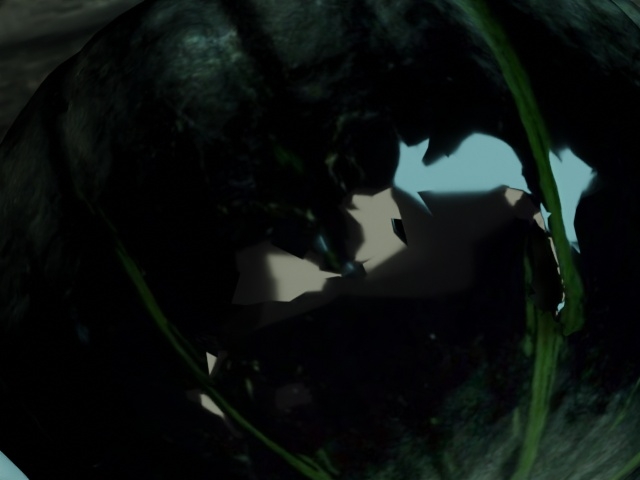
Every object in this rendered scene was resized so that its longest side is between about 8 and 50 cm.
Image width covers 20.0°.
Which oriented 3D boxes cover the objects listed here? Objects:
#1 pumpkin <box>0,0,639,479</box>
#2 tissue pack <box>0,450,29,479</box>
[{"bbox_3d":[0.000,0.000,0.665,0.296,0.296,0.296,-2,105,-8],"label":"pumpkin"},{"bbox_3d":[-0.134,0.191,0.548,0.194,0.266,0.356,-39,137,-19],"label":"tissue pack"}]
